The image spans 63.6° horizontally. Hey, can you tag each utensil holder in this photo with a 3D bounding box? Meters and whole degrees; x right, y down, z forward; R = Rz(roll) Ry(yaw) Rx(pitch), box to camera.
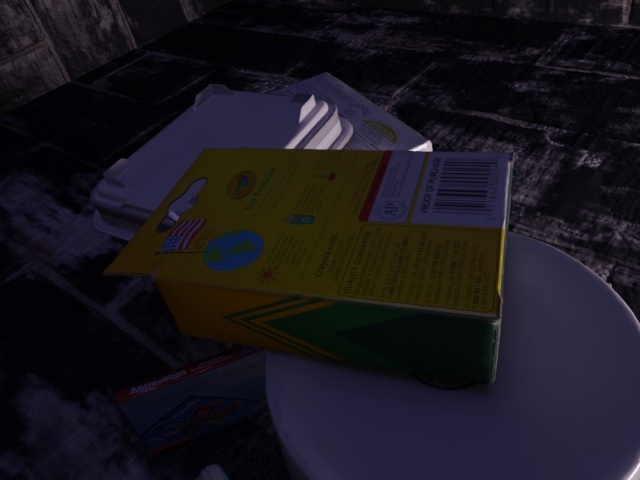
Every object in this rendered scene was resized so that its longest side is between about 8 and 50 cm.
[{"bbox_3d":[0.130,0.224,0.536,0.328,0.385,0.327,-7,42,6],"label":"utensil holder"}]

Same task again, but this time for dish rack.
[{"bbox_3d":[-0.141,-0.122,0.724,0.286,0.072,0.332,15,51,27],"label":"dish rack"}]

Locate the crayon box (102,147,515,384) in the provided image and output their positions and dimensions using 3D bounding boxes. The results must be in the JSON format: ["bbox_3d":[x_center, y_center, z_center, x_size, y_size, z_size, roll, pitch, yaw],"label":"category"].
[{"bbox_3d":[0.000,0.000,0.467,0.319,0.081,0.202,6,43,19],"label":"crayon box"}]

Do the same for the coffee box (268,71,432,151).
[{"bbox_3d":[-0.025,-0.040,0.909,0.335,0.337,0.338,-25,42,-14],"label":"coffee box"}]

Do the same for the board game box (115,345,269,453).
[{"bbox_3d":[-0.141,0.227,0.783,0.282,0.145,0.027,-19,39,-8],"label":"board game box"}]

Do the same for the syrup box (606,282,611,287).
[{"bbox_3d":[0.329,0.109,0.836,0.237,0.096,0.093,10,44,24],"label":"syrup box"}]

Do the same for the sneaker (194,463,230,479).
[{"bbox_3d":[-0.147,0.425,0.575,0.208,0.127,0.319,-23,41,-14],"label":"sneaker"}]
